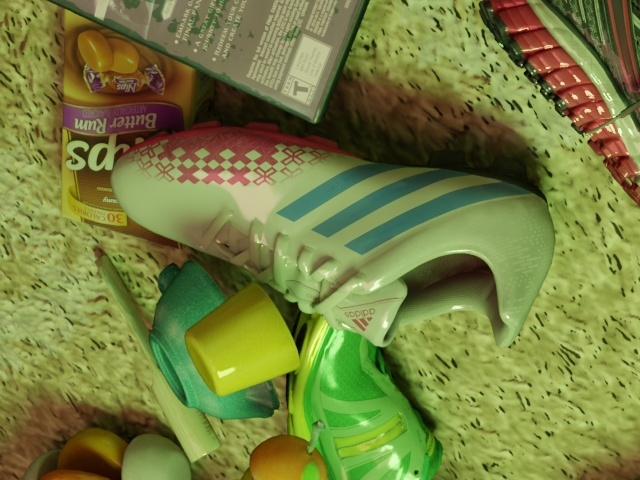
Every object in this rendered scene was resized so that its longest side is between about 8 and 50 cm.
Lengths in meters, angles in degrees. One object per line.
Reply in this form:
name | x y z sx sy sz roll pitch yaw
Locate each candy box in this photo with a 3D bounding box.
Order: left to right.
candy box | -0.140 -0.093 1.515 0.109 0.053 0.186 15 124 15

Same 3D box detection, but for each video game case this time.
video game case | -0.088 -0.227 1.401 0.274 0.026 0.196 26 109 11

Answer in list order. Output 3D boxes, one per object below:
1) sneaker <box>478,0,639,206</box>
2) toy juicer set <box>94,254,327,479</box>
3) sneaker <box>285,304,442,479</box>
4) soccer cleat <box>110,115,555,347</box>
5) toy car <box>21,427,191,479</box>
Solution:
sneaker | 0.239 -0.078 1.316 0.112 0.121 0.299 -40 106 5
toy juicer set | -0.064 0.111 1.506 0.209 0.089 0.329 66 164 -16
sneaker | 0.034 0.140 1.552 0.123 0.109 0.295 -1 118 0
soccer cleat | 0.000 0.000 1.407 0.331 0.143 0.116 6 150 10
toy car | -0.181 0.258 1.681 0.159 0.136 0.182 -14 111 30
